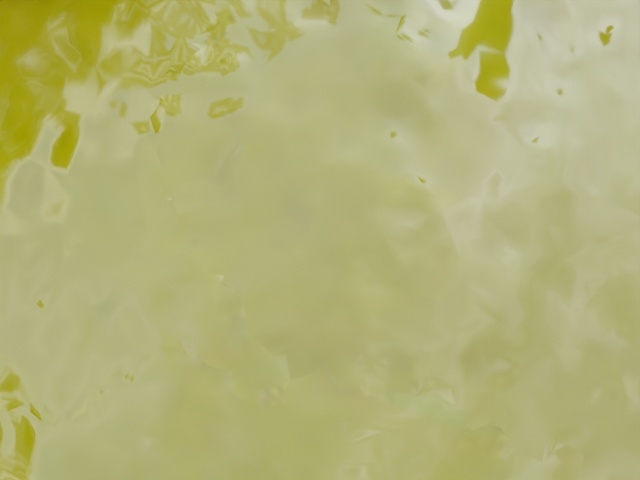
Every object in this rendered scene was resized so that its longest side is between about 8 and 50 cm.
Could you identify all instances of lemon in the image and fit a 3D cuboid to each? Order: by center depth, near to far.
[{"bbox_3d":[0.000,0.000,0.461,0.348,0.348,0.348,-5,101,-30],"label":"lemon"}]
